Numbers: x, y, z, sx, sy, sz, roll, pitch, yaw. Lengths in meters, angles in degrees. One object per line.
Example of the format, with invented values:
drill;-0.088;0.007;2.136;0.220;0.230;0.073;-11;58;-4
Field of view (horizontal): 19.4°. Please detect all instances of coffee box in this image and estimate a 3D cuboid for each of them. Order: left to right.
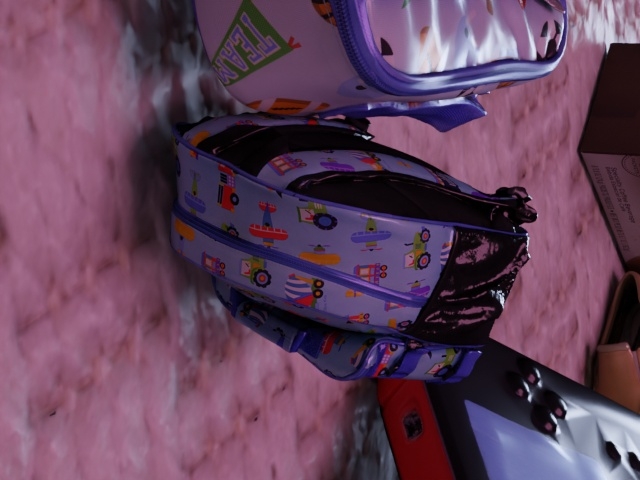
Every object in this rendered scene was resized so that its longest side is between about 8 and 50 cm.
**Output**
coffee box;0.349;-0.037;1.638;0.297;0.168;0.119;59;43;-51

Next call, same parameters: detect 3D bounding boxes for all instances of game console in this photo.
game console;0.199;0.240;1.190;0.342;0.060;0.386;23;37;-36

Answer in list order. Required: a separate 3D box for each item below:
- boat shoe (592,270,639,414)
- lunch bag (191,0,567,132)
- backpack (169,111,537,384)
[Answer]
boat shoe;0.259;0.112;1.612;0.072;0.068;0.190;49;41;-40
lunch bag;0.037;-0.177;0.985;0.303;0.115;0.243;-13;92;-61
backpack;0.000;0.000;0.958;0.173;0.158;0.117;5;108;-51
